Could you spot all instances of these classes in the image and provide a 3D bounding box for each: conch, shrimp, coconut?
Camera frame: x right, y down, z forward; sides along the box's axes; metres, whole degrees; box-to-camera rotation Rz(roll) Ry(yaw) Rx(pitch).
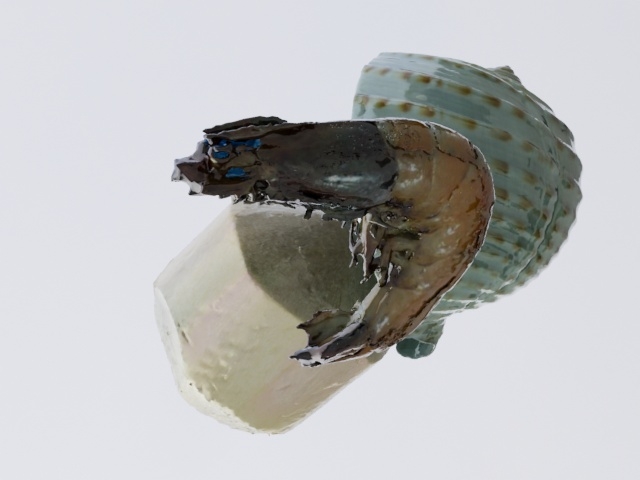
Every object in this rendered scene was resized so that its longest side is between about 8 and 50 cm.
[{"bbox_3d":[0.157,-0.053,2.057,0.303,0.215,0.319,45,-142,-53],"label":"conch"},{"bbox_3d":[0.000,0.000,1.545,0.290,0.054,0.222,8,-65,-31],"label":"shrimp"},{"bbox_3d":[-0.041,0.065,2.086,0.239,0.244,0.239,34,-152,-22],"label":"coconut"}]
